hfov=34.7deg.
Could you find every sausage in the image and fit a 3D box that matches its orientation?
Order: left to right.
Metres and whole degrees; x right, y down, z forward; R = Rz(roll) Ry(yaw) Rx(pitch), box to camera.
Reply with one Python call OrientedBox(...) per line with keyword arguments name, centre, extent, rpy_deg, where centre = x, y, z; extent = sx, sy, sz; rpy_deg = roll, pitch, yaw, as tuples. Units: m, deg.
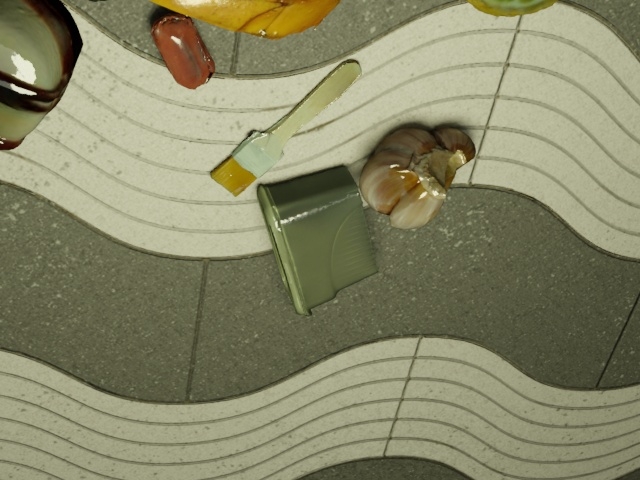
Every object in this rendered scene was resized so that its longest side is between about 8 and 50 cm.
OrientedBox(name="sausage", centre=(-0.224, -0.310, 1.665), extent=(0.076, 0.076, 0.141), rpy_deg=(-24, 132, 5))

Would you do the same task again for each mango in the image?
OrientedBox(name="mango", centre=(-0.113, -0.396, 1.513), extent=(0.350, 0.201, 0.199), rpy_deg=(-9, 94, -37))

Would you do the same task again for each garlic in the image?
OrientedBox(name="garlic", centre=(0.170, -0.131, 1.866), extent=(0.160, 0.214, 0.191), rpy_deg=(38, 145, -10))

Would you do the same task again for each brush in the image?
OrientedBox(name="brush", centre=(-0.056, -0.204, 1.829), extent=(0.336, 0.020, 0.085), rpy_deg=(-39, 127, 15))

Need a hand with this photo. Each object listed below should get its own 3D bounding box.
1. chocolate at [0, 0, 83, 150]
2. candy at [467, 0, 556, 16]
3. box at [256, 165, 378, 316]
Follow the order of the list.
OrientedBox(name="chocolate", centre=(-0.508, -0.254, 1.557), extent=(0.283, 0.186, 0.284), rpy_deg=(-8, 130, -10))
OrientedBox(name="candy", centre=(0.318, -0.485, 1.650), extent=(0.259, 0.118, 0.260), rpy_deg=(-7, 134, -8))
OrientedBox(name="box", centre=(0.000, 0.000, 1.938), extent=(0.178, 0.138, 0.274), rpy_deg=(-20, 131, -5))
